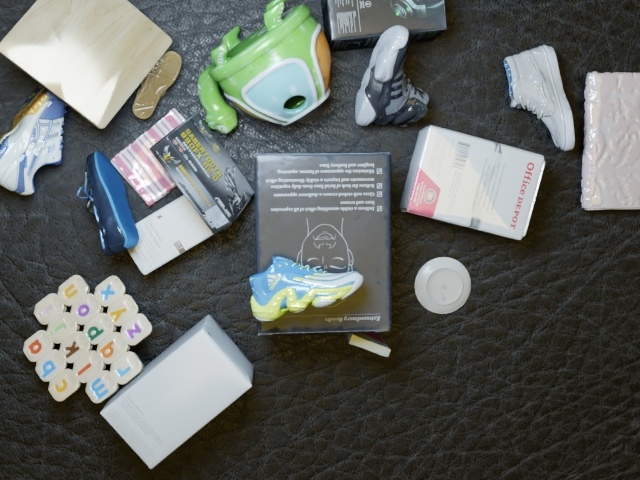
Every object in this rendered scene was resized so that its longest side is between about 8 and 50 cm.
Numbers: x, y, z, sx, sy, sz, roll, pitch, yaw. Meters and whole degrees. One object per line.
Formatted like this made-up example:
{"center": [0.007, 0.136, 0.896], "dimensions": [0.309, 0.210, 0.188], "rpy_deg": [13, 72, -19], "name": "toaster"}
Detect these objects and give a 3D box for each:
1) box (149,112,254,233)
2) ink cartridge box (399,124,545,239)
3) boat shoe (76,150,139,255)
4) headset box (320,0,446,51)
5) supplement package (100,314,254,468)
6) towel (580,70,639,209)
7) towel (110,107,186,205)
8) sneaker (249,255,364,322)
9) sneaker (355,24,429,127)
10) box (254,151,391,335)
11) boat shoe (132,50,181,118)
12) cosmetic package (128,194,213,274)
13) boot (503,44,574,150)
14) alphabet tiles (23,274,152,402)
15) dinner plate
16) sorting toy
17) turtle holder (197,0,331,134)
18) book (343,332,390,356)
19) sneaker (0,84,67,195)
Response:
{"center": [-0.254, -0.152, 1.525], "dimensions": [0.056, 0.183, 0.231], "rpy_deg": [-27, 107, 24], "name": "box"}
{"center": [0.352, -0.132, 1.622], "dimensions": [0.283, 0.117, 0.207], "rpy_deg": [14, 93, -5], "name": "ink cartridge box"}
{"center": [-0.490, -0.085, 1.537], "dimensions": [0.089, 0.109, 0.258], "rpy_deg": [-30, 60, 13], "name": "boat shoe"}
{"center": [0.143, -0.575, 1.562], "dimensions": [0.283, 0.131, 0.246], "rpy_deg": [-8, 95, -4], "name": "headset box"}
{"center": [-0.318, 0.340, 1.582], "dimensions": [0.293, 0.177, 0.175], "rpy_deg": [-40, 96, 1], "name": "supplement package"}
{"center": [0.792, -0.242, 1.678], "dimensions": [0.317, 0.053, 0.331], "rpy_deg": [-1, 95, -5], "name": "towel"}
{"center": [-0.370, -0.194, 1.608], "dimensions": [0.197, 0.029, 0.144], "rpy_deg": [-39, 97, 0], "name": "towel"}
{"center": [-0.037, 0.080, 1.413], "dimensions": [0.240, 0.091, 0.126], "rpy_deg": [-19, 95, -1], "name": "sneaker"}
{"center": [0.182, -0.359, 1.551], "dimensions": [0.153, 0.268, 0.101], "rpy_deg": [8, 52, -14], "name": "sneaker"}
{"center": [0.000, 0.000, 1.560], "dimensions": [0.294, 0.212, 0.395], "rpy_deg": [0, 94, -5], "name": "box"}
{"center": [-0.379, -0.360, 1.578], "dimensions": [0.063, 0.059, 0.170], "rpy_deg": [33, 95, -27], "name": "boat shoe"}
{"center": [-0.334, -0.028, 1.598], "dimensions": [0.231, 0.085, 0.117], "rpy_deg": [-32, 97, 0], "name": "cosmetic package"}
{"center": [0.514, -0.326, 1.640], "dimensions": [0.124, 0.095, 0.258], "rpy_deg": [-14, 87, 3], "name": "boot"}
{"center": [-0.537, 0.225, 1.592], "dimensions": [0.278, 0.021, 0.284], "rpy_deg": [-39, 77, -1], "name": "alphabet tiles"}
{"center": [0.302, 0.111, 1.691], "dimensions": [0.141, 0.017, 0.141], "rpy_deg": [0, 96, -4], "name": "dinner plate"}
{"center": [-0.504, -0.414, 1.487], "dimensions": [0.255, 0.089, 0.257], "rpy_deg": [39, 76, -21], "name": "sorting toy"}
{"center": [-0.121, -0.361, 1.510], "dimensions": [0.320, 0.243, 0.227], "rpy_deg": [-39, 112, -6], "name": "turtle holder"}
{"center": [0.107, 0.230, 1.621], "dimensions": [0.096, 0.144, 0.035], "rpy_deg": [22, 93, -5], "name": "book"}
{"center": [-0.630, -0.240, 1.562], "dimensions": [0.131, 0.112, 0.296], "rpy_deg": [38, 84, -34], "name": "sneaker"}
